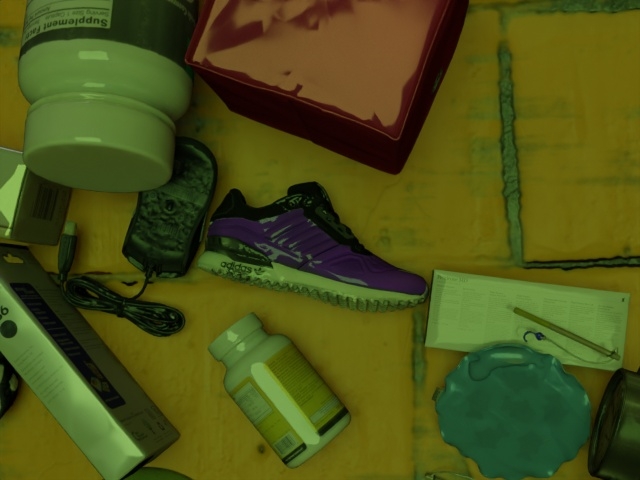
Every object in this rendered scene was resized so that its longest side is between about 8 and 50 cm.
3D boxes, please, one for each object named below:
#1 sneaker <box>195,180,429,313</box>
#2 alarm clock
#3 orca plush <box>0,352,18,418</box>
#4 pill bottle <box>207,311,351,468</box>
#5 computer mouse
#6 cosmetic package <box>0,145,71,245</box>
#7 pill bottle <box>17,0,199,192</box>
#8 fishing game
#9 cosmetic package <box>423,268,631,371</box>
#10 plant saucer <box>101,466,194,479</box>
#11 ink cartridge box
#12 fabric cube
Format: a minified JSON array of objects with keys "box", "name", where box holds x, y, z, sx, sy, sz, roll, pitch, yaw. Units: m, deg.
[{"box":[0.000,0.000,1.171,0.293,0.102,0.146,12,80,4],"name":"sneaker"},{"box":[0.359,0.198,1.073,0.064,0.129,0.192,13,93,9],"name":"alarm clock"},{"box":[-0.460,0.088,1.214,0.151,0.102,0.287,-32,94,34],"name":"orca plush"},{"box":[-0.055,0.183,1.162,0.103,0.103,0.184,-39,84,2],"name":"pill bottle"},{"box":[-0.238,-0.018,1.217,0.184,0.060,0.262,14,99,2],"name":"computer mouse"},{"box":[-0.494,-0.083,1.192,0.310,0.160,0.113,12,88,7],"name":"cosmetic package"},{"box":[-0.251,-0.253,1.128,0.204,0.204,0.361,0,74,5],"name":"pill bottle"},{"box":[0.233,0.209,1.142,0.189,0.041,0.264,21,110,4],"name":"fishing game"},{"box":[0.253,0.097,1.160,0.239,0.060,0.098,8,90,5],"name":"cosmetic package"},{"box":[-0.226,0.414,1.195,0.241,0.037,0.240,0,85,5],"name":"plant saucer"},{"box":[-0.316,0.145,1.157,0.065,0.165,0.332,-40,83,3],"name":"ink cartridge box"},{"box":[0.025,-0.252,1.107,0.259,0.258,0.254,22,88,6],"name":"fabric cube"}]
